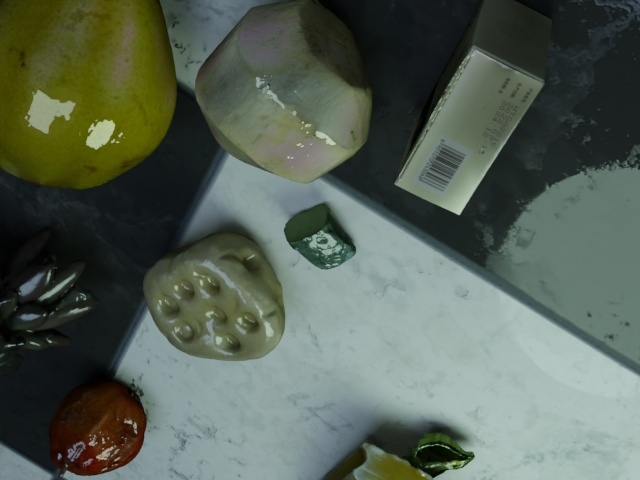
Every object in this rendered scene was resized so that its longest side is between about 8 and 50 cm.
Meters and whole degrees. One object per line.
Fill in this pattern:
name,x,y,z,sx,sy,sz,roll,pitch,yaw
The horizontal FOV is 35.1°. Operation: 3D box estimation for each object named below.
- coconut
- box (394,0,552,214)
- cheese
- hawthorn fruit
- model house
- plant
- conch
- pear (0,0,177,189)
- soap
coconut,-0.046,-0.177,1.280,0.237,0.197,0.236,8,126,11
box,0.184,-0.166,1.210,0.095,0.168,0.212,26,129,-2
cheese,-0.156,0.082,1.556,0.235,0.117,0.218,25,128,6
hawthorn fruit,-0.394,0.334,1.796,0.174,0.179,0.173,1,92,19
model house,0.000,0.000,1.480,0.079,0.066,0.083,-26,129,23
plant,-0.529,0.115,1.618,0.181,0.321,0.194,46,155,26
conch,0.184,0.346,1.624,0.121,0.074,0.089,-7,156,28
pear,-0.326,-0.232,1.315,0.285,0.285,0.336,0,108,22
soap,0.092,0.439,1.677,0.173,0.089,0.274,33,147,1
